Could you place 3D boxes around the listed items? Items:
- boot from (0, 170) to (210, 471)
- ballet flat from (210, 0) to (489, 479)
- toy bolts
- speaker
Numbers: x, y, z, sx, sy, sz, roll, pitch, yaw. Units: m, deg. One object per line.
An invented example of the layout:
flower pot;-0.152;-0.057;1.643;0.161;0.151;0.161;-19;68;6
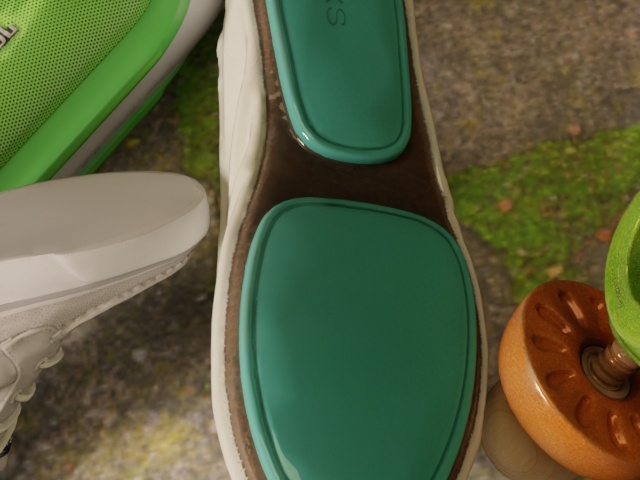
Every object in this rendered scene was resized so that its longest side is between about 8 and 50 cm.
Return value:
boot;-0.170;0.056;0.811;0.258;0.123;0.095;-17;29;-10
ballet flat;0.000;0.000;0.823;0.139;0.139;0.400;-8;57;6
toy bolts;0.186;0.125;0.727;0.218;0.158;0.228;20;42;-23
speaker;-0.178;-0.085;0.910;0.131;0.131;0.296;29;67;26
